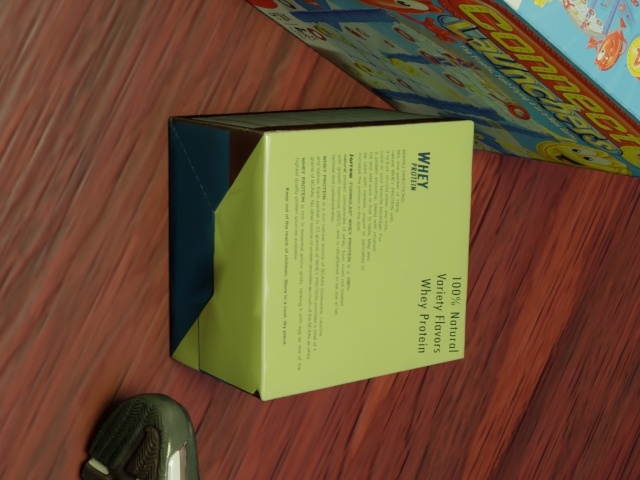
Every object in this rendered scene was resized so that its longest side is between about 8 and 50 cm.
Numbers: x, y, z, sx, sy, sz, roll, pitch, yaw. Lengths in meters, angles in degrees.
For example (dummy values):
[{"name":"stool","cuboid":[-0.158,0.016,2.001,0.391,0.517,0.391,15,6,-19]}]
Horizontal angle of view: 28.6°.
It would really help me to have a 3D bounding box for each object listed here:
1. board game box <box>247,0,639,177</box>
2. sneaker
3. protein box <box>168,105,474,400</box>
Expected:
[{"name":"board game box","cuboid":[0.122,-0.158,0.950,0.308,0.302,0.086,30,81,-38]},{"name":"sneaker","cuboid":[-0.104,0.242,1.008,0.162,0.106,0.281,-5,114,-42]},{"name":"protein box","cuboid":[0.000,0.000,0.998,0.201,0.136,0.199,-7,104,-36]}]
